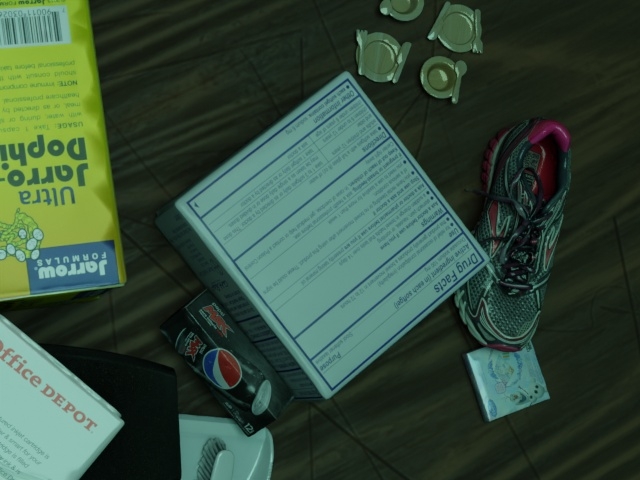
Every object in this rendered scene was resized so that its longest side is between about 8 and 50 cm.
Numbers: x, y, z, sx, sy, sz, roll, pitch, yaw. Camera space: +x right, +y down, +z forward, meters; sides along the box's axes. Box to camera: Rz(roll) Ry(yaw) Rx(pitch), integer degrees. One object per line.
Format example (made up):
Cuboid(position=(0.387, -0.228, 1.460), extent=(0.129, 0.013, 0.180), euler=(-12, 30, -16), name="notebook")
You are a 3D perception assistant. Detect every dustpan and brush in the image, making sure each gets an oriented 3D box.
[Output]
Cuboid(position=(-0.124, 0.312, 1.699), extent=(0.147, 0.060, 0.211), euler=(10, 89, -32), name="dustpan and brush")

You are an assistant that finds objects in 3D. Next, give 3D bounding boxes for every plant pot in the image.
Cuboid(position=(-0.253, 0.208, 1.626), extent=(0.167, 0.188, 0.187), euler=(-1, 83, -26), name="plant pot")

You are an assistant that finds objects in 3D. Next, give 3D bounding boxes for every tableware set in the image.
Cuboid(position=(0.128, -0.254, 1.879), extent=(0.169, 0.020, 0.141), euler=(19, 78, -13), name="tableware set")

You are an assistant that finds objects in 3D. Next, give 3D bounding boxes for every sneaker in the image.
Cuboid(position=(0.242, -0.010, 1.834), extent=(0.121, 0.112, 0.299), euler=(10, 80, -15), name="sneaker")

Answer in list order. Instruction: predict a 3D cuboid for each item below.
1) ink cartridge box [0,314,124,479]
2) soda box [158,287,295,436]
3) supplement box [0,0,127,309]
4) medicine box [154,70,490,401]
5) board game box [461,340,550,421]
Cuboid(position=(-0.333, 0.212, 1.442), extent=(0.172, 0.100, 0.237), euler=(41, 77, -6), name="ink cartridge box")
Cuboid(position=(-0.108, 0.143, 1.725), extent=(0.169, 0.053, 0.060), euler=(51, 34, -4), name="soda box")
Cuboid(position=(-0.344, -0.104, 1.624), extent=(0.195, 0.194, 0.356), euler=(-7, 85, -18), name="supplement box")
Cuboid(position=(0.000, 0.000, 1.739), extent=(0.263, 0.149, 0.289), euler=(-39, 95, -17), name="medicine box")
Cuboid(position=(0.233, 0.171, 1.855), extent=(0.090, 0.020, 0.090), euler=(-17, 88, -20), name="board game box")
